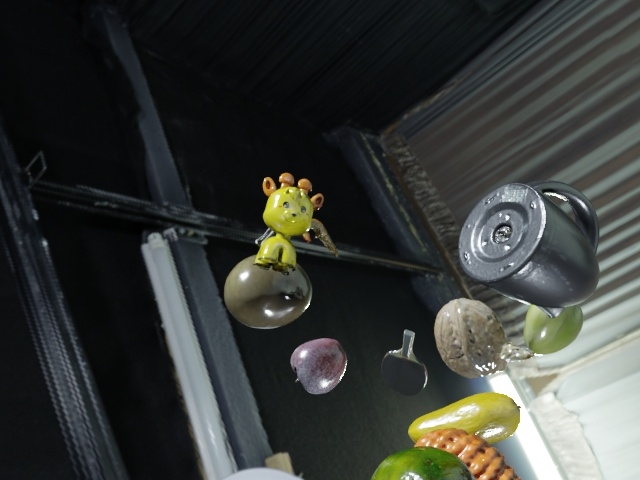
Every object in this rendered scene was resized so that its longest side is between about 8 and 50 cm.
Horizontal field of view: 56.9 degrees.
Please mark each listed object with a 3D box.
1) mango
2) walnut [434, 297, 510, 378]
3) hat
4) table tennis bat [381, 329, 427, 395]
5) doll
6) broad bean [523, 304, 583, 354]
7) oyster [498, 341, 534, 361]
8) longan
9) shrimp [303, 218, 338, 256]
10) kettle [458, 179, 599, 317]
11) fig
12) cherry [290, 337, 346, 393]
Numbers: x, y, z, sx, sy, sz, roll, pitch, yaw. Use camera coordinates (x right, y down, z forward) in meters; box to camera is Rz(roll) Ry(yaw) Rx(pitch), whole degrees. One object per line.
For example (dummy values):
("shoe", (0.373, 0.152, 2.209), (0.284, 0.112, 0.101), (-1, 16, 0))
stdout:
("mango", (0.442, 0.552, 1.778), (0.195, 0.331, 0.142), (40, -146, -48))
("walnut", (0.375, 0.243, 1.481), (0.230, 0.178, 0.178), (64, -157, -22))
("hat", (0.216, 0.568, 1.171), (0.400, 0.285, 0.285), (-25, -101, -37))
("table tennis bat", (0.229, 0.334, 1.598), (0.130, 0.221, 0.019), (16, -146, 22))
("doll", (-0.075, -0.041, 1.314), (0.142, 0.135, 0.221), (14, -103, -11))
("broad bean", (0.568, 0.197, 1.478), (0.121, 0.189, 0.263), (25, 177, 40))
("oyster", (0.415, 0.236, 1.246), (0.083, 0.054, 0.019), (14, -138, -10))
("longan", (-0.133, 0.126, 1.474), (0.220, 0.197, 0.197), (-8, -121, -20))
("shrimp", (0.000, 0.000, 1.553), (0.127, 0.025, 0.091), (49, -140, -1))
("kettle", (0.464, 0.009, 1.202), (0.290, 0.269, 0.207), (25, 174, -28))
("fig", (0.193, 0.436, 0.980), (0.244, 0.195, 0.195), (10, -131, -39))
("cherry", (0.000, 0.383, 1.794), (0.176, 0.176, 0.140), (44, -174, -20))
